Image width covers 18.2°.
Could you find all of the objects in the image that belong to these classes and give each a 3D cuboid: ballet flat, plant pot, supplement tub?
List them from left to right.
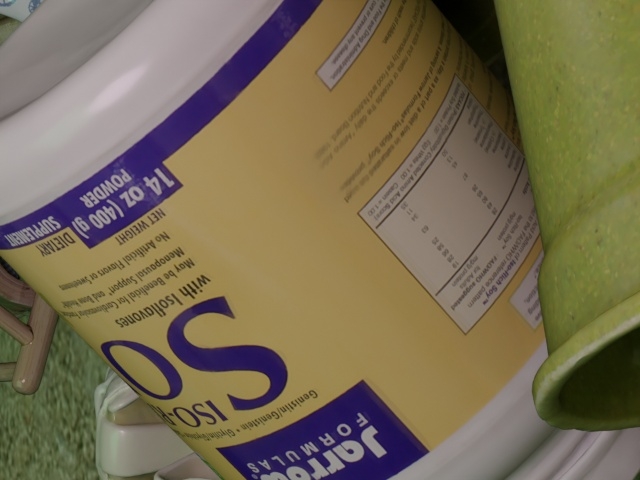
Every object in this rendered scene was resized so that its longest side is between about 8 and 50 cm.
[{"bbox_3d":[-0.066,0.132,1.266,0.400,0.139,0.139,23,122,53],"label":"ballet flat"},{"bbox_3d":[0.000,0.000,0.992,0.331,0.241,0.241,48,147,-19],"label":"supplement tub"},{"bbox_3d":[0.061,-0.142,1.084,0.079,0.083,0.083,53,140,43],"label":"plant pot"},{"bbox_3d":[0.181,-0.087,0.831,0.276,0.276,0.254,-42,60,50],"label":"plant pot"}]

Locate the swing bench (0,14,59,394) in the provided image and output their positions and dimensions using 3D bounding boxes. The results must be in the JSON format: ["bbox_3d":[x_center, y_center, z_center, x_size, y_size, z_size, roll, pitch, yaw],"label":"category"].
[{"bbox_3d":[-0.255,-0.034,1.411,0.165,0.255,0.253,42,153,-26],"label":"swing bench"}]

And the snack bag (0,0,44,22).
[{"bbox_3d":[-0.224,-0.334,1.277,0.323,0.037,0.342,28,112,26],"label":"snack bag"}]
